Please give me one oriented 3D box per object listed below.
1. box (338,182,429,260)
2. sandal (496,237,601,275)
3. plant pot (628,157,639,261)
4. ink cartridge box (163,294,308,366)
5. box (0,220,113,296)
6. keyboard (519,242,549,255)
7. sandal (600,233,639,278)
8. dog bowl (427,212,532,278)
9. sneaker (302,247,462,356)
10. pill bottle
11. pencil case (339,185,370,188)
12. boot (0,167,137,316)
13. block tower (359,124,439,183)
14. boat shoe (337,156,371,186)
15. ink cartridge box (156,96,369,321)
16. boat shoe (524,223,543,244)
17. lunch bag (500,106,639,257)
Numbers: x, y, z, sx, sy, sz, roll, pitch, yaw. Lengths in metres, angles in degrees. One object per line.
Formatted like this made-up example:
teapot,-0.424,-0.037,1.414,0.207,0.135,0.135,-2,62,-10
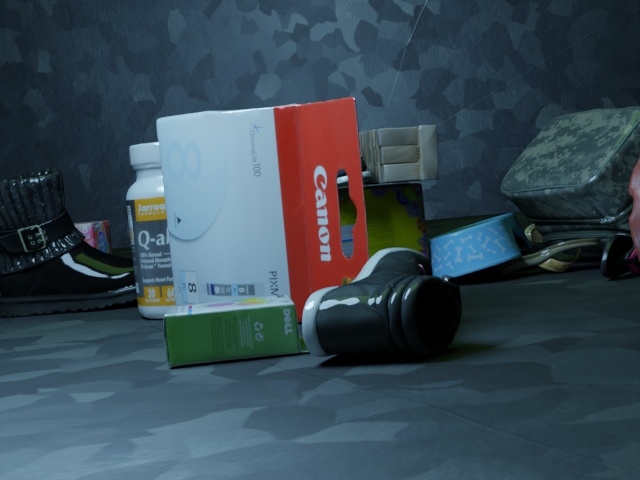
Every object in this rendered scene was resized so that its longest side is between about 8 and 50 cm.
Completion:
box,0.000,0.000,1.894,0.290,0.177,0.279,-7,4,-18
sandal,0.390,0.035,1.842,0.180,0.049,0.072,-20,-4,10
plant pot,0.530,-0.039,1.279,0.265,0.272,0.272,-13,-3,44
ink cartridge box,-0.080,0.103,1.300,0.209,0.062,0.109,-5,3,-5
box,-0.591,0.046,2.247,0.300,0.154,0.142,-6,4,4
keyboard,0.374,0.024,2.190,0.180,0.023,0.108,-7,-2,-11
sandal,0.498,0.024,1.704,0.179,0.067,0.040,-5,14,-44
dog bowl,0.274,0.008,1.910,0.166,0.074,0.297,-18,-1,20
sneaker,0.110,0.073,1.258,0.147,0.104,0.296,-1,11,28
pill bottle,-0.229,-0.020,1.754,0.162,0.278,0.162,-6,4,0
pencil case,0.060,-0.026,2.262,0.167,0.160,0.386,-37,7,-6
boot,-0.444,-0.005,1.960,0.348,0.260,0.131,-6,4,0
block tower,0.102,-0.142,1.865,0.097,0.091,0.335,-5,2,-15
boat shoe,-0.033,-0.126,1.814,0.114,0.091,0.302,-10,5,-42
ink cartridge box,-0.088,-0.032,1.513,0.091,0.308,0.385,-8,6,-36
boat shoe,0.508,-0.017,2.401,0.135,0.050,0.045,-8,-1,-38
lunch bag,0.512,-0.077,1.908,0.212,0.256,0.305,-53,20,-18
